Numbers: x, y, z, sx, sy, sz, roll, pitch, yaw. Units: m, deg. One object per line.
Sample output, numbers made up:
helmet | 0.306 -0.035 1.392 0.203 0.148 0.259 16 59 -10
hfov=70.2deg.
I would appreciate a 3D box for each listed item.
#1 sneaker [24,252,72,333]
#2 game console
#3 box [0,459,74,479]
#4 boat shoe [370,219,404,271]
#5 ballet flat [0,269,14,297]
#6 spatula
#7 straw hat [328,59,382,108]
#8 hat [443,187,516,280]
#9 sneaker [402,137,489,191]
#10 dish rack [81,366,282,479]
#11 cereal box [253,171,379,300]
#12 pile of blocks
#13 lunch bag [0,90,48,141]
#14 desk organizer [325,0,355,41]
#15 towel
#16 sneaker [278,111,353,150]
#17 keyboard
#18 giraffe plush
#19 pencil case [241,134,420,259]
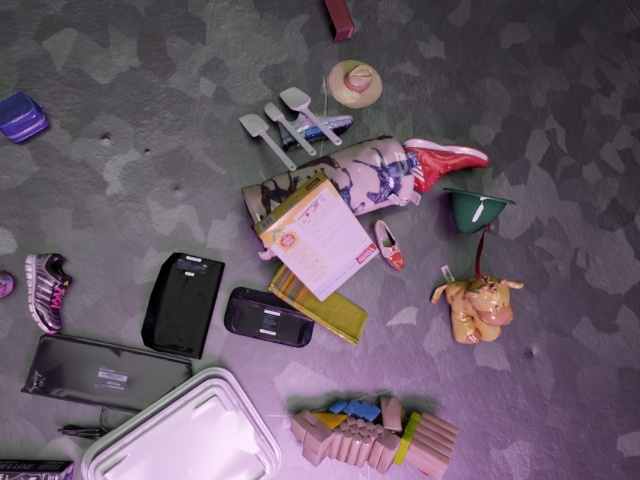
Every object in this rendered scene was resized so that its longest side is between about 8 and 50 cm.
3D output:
sneaker | -0.542 0.100 0.924 0.074 0.063 0.171 -15 78 -8
game console | -0.190 0.165 0.999 0.361 0.044 0.213 15 79 -9
box | -0.608 0.567 0.819 0.242 0.076 0.308 6 79 -11
boat shoe | 0.165 0.013 1.100 0.049 0.043 0.137 -27 88 -17
ballet flat | -0.723 0.101 0.878 0.221 0.079 0.077 -13 84 -13
spatula | -0.067 -0.262 1.047 0.168 0.019 0.242 -31 55 -13
straw hat | 0.097 -0.411 1.153 0.144 0.061 0.145 2 80 -12
hat | 0.361 -0.023 1.104 0.173 0.208 0.184 17 100 34
sneaker | 0.309 -0.176 1.155 0.221 0.087 0.128 10 86 2
dish rack | -0.262 0.449 0.900 0.332 0.072 0.286 -33 95 -17
cereal box | 0.000 0.000 0.941 0.173 0.047 0.240 -40 130 -2
pile of blocks | 0.112 0.433 0.996 0.362 0.149 0.113 10 121 -1
lunch bag | -0.636 -0.262 0.970 0.098 0.065 0.067 -35 73 -14
desk organizer | 0.040 -0.589 1.181 0.050 0.047 0.130 -19 84 -12
towel | 0.000 0.136 1.032 0.237 0.021 0.102 34 46 -4
sneaker | -0.012 -0.286 1.105 0.190 0.071 0.083 -18 78 -15
keyboard | -0.432 0.315 0.927 0.317 0.033 0.202 14 76 -8
giraffe plush | 0.381 0.138 1.056 0.181 0.170 0.210 -41 90 -15
pencil case | 0.021 -0.100 1.027 0.410 0.160 0.184 -23 59 -16
